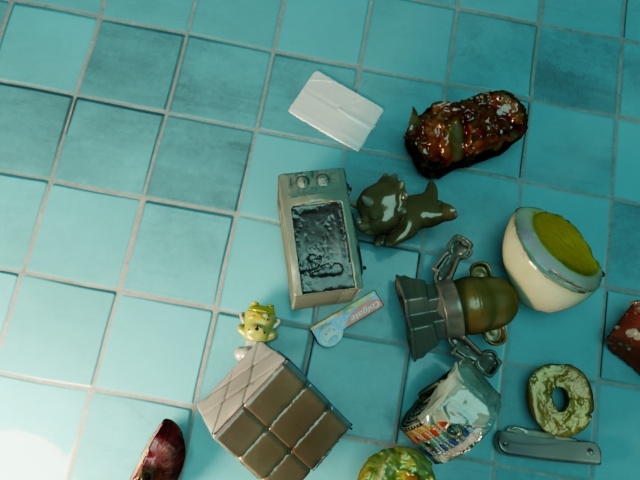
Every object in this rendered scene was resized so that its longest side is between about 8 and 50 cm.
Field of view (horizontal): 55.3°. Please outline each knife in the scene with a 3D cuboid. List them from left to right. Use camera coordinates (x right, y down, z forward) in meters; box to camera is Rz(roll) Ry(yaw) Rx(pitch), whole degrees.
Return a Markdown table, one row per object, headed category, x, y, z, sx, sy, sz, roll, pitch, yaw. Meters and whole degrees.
| category | x | y | z | sx | sy | sz | roll | pitch | yaw |
| --- | --- | --- | --- | --- | --- | --- | --- | --- | --- |
| knife | 0.560 | 0.507 | 1.507 | 0.266 | 0.040 | 0.073 | 9 | 69 | -1 |

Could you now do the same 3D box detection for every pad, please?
| category | x | y | z | sx | sy | sz | roll | pitch | yaw |
| --- | --- | --- | --- | --- | --- | --- | --- | --- | --- |
| pad | 0.045 | -0.362 | 1.703 | 0.232 | 0.004 | 0.156 | 31 | 76 | 4 |

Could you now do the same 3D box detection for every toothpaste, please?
| category | x | y | z | sx | sy | sz | roll | pitch | yaw |
| --- | --- | --- | --- | --- | --- | --- | --- | --- | --- |
| toothpaste | 0.071 | 0.203 | 1.549 | 0.193 | 0.044 | 0.070 | -29 | 81 | -9 |

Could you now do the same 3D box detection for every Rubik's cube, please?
| category | x | y | z | sx | sy | sz | roll | pitch | yaw |
| --- | --- | --- | --- | --- | --- | --- | --- | --- | --- |
| Rubik's cube | -0.109 | 0.393 | 1.371 | 0.221 | 0.231 | 0.224 | -46 | 106 | -13 |

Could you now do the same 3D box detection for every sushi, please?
| category | x | y | z | sx | sy | sz | roll | pitch | yaw |
| --- | --- | --- | --- | --- | --- | --- | --- | --- | --- |
| sushi | 0.369 | -0.296 | 1.619 | 0.343 | 0.182 | 0.196 | -19 | 72 | -11 |

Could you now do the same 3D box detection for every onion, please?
| category | x | y | z | sx | sy | sz | roll | pitch | yaw |
| --- | --- | --- | --- | --- | --- | --- | --- | --- | --- |
| onion | -0.370 | 0.524 | 1.400 | 0.098 | 0.151 | 0.206 | 28 | 93 | -11 |

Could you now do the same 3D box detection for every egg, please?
| category | x | y | z | sx | sy | sz | roll | pitch | yaw |
| --- | --- | --- | --- | --- | --- | --- | --- | --- | --- |
| egg | 0.557 | 0.056 | 1.552 | 0.264 | 0.174 | 0.286 | 11 | 48 | -26 |

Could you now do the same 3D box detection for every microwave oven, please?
| category | x | y | z | sx | sy | sz | roll | pitch | yaw |
| --- | --- | --- | --- | --- | --- | --- | --- | --- | --- |
| microwave oven | 0.000 | 0.000 | 1.493 | 0.181 | 0.237 | 0.295 | -8 | 75 | -6 |

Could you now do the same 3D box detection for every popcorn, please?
| category | x | y | z | sx | sy | sz | roll | pitch | yaw |
| --- | --- | --- | --- | --- | --- | --- | --- | --- | --- |
| popcorn | 0.181 | 0.588 | 1.393 | 0.204 | 0.183 | 0.221 | -24 | 66 | -5 |

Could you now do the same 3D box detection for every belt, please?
| category | x | y | z | sx | sy | sz | roll | pitch | yaw |
| --- | --- | --- | --- | --- | --- | --- | --- | --- | --- |
| belt | 0.298 | 0.398 | 1.408 | 0.150 | 0.257 | 0.207 | 43 | 51 | 6 |

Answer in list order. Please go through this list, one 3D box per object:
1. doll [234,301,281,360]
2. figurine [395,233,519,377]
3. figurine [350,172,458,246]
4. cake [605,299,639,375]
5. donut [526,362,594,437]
| category | x | y | z | sx | sy | sz | roll | pitch | yaw |
| --- | --- | --- | --- | --- | --- | --- | --- | --- | --- |
| doll | -0.158 | 0.235 | 1.518 | 0.106 | 0.062 | 0.162 | 9 | 77 | 3 |
| figurine | 0.346 | 0.167 | 1.512 | 0.285 | 0.167 | 0.342 | -13 | 99 | 2 |
| figurine | 0.202 | -0.094 | 1.561 | 0.247 | 0.177 | 0.173 | -22 | 97 | 3 |
| cake | 0.866 | 0.272 | 1.513 | 0.283 | 0.177 | 0.151 | 43 | 78 | 5 |
| donut | 0.591 | 0.397 | 1.525 | 0.162 | 0.065 | 0.178 | 6 | 77 | 3 |
